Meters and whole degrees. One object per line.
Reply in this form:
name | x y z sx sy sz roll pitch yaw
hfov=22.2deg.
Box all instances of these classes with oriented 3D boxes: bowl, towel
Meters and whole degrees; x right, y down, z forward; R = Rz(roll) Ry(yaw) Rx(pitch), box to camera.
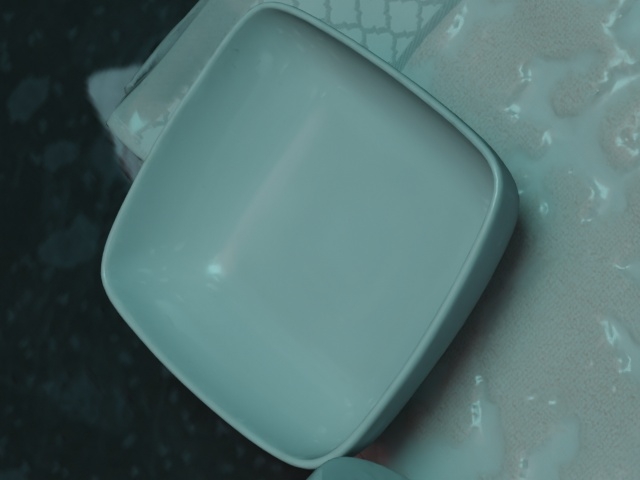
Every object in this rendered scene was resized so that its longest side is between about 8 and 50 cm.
bowl | 0.000 0.000 0.606 0.142 0.053 0.142 40 104 29
towel | 0.098 -0.057 0.616 0.332 0.053 0.317 -48 64 17

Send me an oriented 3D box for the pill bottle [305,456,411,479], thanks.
pill bottle | -0.030 0.187 0.570 0.121 0.121 0.221 48 109 26
